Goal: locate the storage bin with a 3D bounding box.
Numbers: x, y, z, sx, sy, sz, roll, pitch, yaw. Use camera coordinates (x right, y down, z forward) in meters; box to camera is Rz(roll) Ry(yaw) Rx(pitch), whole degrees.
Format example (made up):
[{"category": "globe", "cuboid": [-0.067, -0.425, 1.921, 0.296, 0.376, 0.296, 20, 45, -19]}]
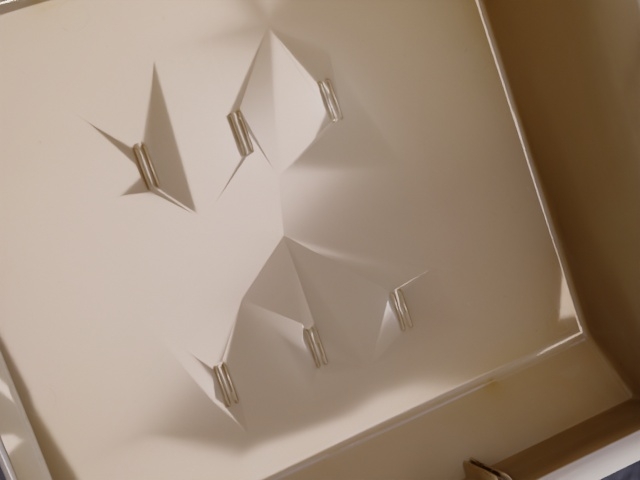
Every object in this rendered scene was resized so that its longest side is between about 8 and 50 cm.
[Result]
[{"category": "storage bin", "cuboid": [0.000, 0.000, 0.445, 0.262, 0.123, 0.260, -22, 99, -18]}]
